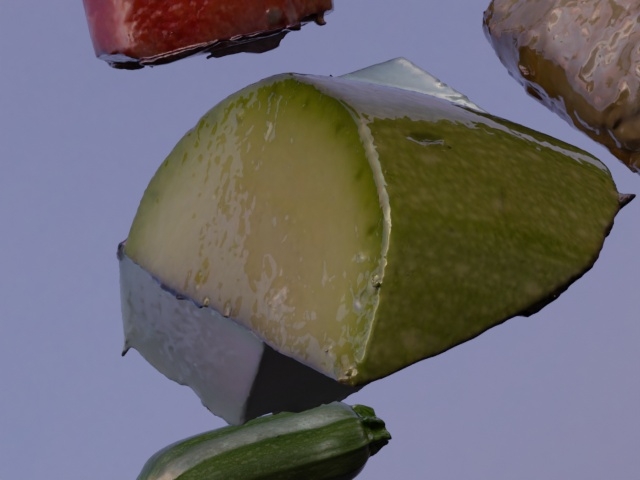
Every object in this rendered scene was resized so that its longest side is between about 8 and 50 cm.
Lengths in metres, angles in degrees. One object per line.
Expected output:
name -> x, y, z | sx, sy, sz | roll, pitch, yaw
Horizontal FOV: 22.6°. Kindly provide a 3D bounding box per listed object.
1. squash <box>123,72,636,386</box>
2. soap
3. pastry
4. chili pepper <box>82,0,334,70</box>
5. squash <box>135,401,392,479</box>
squash -> 0.026, -0.036, 0.650 | 0.184, 0.192, 0.085 | -27, -59, -28
soap -> 0.000, 0.000, 0.931 | 0.230, 0.145, 0.091 | -44, -22, -29
pastry -> 0.216, -0.102, 0.994 | 0.235, 0.257, 0.121 | 31, -78, -27
chili pepper -> -0.119, -0.326, 1.570 | 0.251, 0.305, 0.229 | -6, 8, -4
squash -> -0.045, 0.166, 1.193 | 0.219, 0.068, 0.077 | -12, -11, -31
